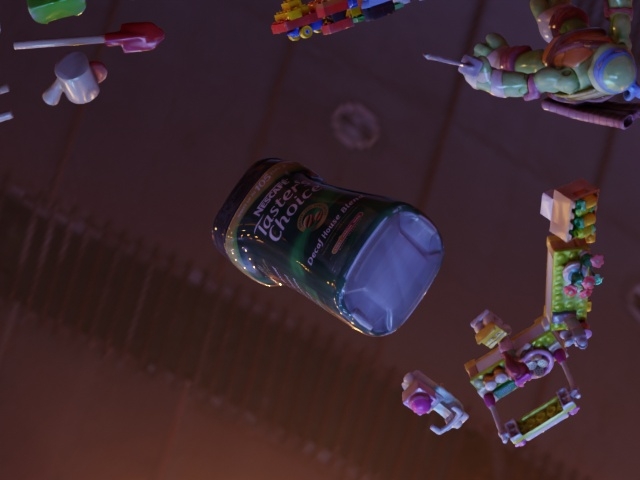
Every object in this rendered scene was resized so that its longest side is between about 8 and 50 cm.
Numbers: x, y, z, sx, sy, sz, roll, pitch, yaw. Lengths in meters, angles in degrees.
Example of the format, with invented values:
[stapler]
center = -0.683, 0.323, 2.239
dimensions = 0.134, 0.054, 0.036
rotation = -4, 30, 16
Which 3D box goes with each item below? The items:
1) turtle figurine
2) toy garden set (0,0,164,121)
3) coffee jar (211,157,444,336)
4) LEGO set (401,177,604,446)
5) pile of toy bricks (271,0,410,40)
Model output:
[turtle figurine]
center = 0.241, -0.246, 2.021
dimensions = 0.275, 0.266, 0.197
rotation = 19, -87, -12
[toy garden set]
center = -0.226, -0.160, 1.389
dimensions = 0.244, 0.049, 0.203
rotation = -15, -124, 2
[coffee jar]
center = 0.000, 0.000, 1.351
dimensions = 0.079, 0.184, 0.096
rotation = 41, -102, -37
[LEGO set]
center = 0.206, 0.088, 1.712
dimensions = 0.132, 0.287, 0.107
rotation = 25, -154, -25
[pile of toy bricks]
center = 0.046, -0.292, 1.969
dimensions = 0.212, 0.118, 0.105
rotation = -23, -79, -30
